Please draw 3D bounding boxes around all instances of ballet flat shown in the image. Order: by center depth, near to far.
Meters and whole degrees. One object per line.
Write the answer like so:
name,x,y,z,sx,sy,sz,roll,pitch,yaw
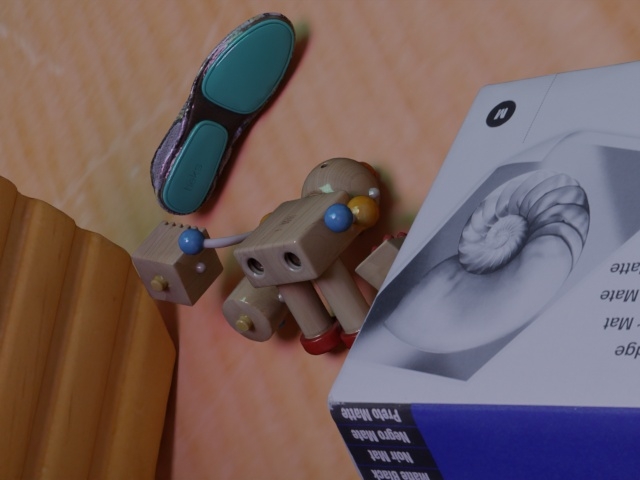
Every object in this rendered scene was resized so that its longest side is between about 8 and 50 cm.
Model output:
ballet flat,-0.053,-0.068,0.836,0.041,0.041,0.114,43,106,45

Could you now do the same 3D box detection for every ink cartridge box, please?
ink cartridge box,0.108,0.028,0.570,0.223,0.045,0.224,-6,50,45

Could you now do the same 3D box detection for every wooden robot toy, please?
wooden robot toy,0.000,0.000,0.753,0.173,0.076,0.079,-8,35,44

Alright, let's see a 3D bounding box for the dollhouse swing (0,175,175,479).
dollhouse swing,-0.116,0.102,0.623,0.315,0.347,0.305,1,65,46
